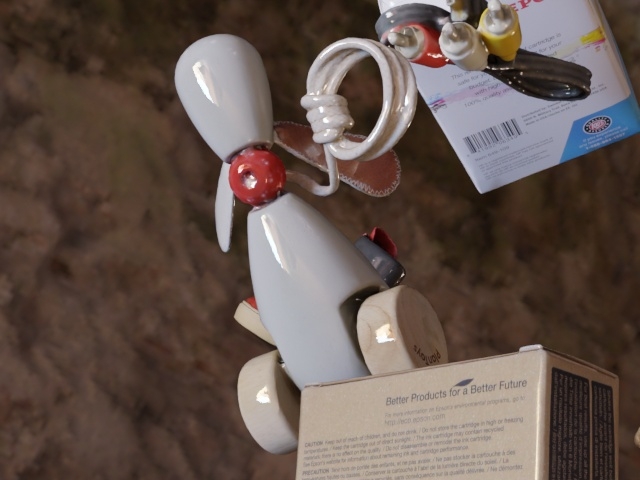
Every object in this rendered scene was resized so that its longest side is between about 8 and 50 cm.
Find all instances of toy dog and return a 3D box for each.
[{"bbox_3d":[0.000,0.000,1.186,0.220,0.333,0.161,-1,-177,23],"label":"toy dog"}]

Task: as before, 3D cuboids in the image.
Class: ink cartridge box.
[{"bbox_3d":[0.197,-0.230,1.575,0.270,0.198,0.197,53,-159,-45],"label":"ink cartridge box"},{"bbox_3d":[0.085,0.186,0.998,0.088,0.193,0.235,20,157,-37],"label":"ink cartridge box"}]

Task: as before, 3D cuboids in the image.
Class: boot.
[{"bbox_3d":[0.004,0.058,1.685,0.088,0.176,0.244,39,168,-25],"label":"boot"}]

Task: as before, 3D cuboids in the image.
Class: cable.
[{"bbox_3d":[0.151,-0.158,1.350,0.139,0.072,0.287,-10,160,27],"label":"cable"}]

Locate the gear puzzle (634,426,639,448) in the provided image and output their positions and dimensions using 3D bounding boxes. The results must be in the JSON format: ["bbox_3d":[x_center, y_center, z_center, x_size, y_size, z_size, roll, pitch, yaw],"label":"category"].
[{"bbox_3d":[0.355,0.159,1.218,0.175,0.339,0.044,32,156,7],"label":"gear puzzle"}]
